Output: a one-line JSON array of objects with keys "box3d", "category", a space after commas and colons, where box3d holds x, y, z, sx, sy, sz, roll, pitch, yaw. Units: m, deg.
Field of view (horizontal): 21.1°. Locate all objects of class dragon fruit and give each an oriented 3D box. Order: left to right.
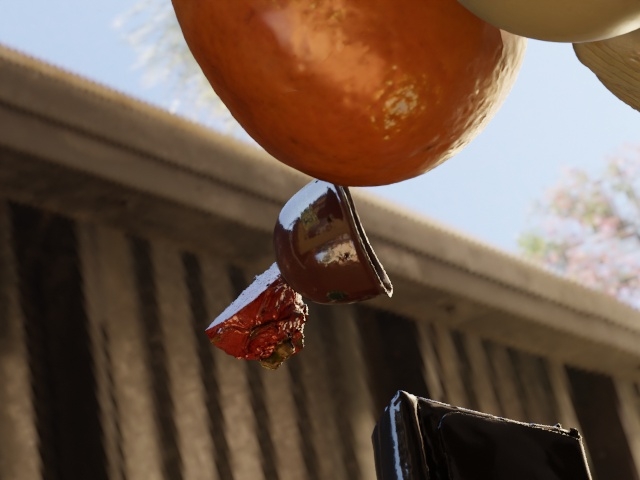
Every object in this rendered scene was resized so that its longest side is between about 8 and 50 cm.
[{"box3d": [-0.054, 0.099, 2.192, 0.106, 0.083, 0.162, 54, -131, -10], "category": "dragon fruit"}]

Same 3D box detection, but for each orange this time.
[{"box3d": [0.039, -0.263, 1.765, 0.424, 0.326, 0.424, 49, -158, -28], "category": "orange"}]

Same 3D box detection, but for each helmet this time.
[{"box3d": [0.000, 0.000, 1.879, 0.155, 0.106, 0.175, 61, -169, -51], "category": "helmet"}]

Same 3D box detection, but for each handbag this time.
[{"box3d": [0.158, 0.262, 1.577, 0.223, 0.080, 0.247, 16, -139, -21], "category": "handbag"}]

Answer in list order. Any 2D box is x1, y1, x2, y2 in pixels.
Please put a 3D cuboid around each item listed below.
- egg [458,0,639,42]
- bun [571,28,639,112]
[{"box3d": [0.139, -0.203, 0.959, 0.241, 0.186, 0.186, -83, -32, -83], "category": "egg"}, {"box3d": [0.347, -0.188, 1.575, 0.239, 0.239, 0.141, 32, -100, -49], "category": "bun"}]
